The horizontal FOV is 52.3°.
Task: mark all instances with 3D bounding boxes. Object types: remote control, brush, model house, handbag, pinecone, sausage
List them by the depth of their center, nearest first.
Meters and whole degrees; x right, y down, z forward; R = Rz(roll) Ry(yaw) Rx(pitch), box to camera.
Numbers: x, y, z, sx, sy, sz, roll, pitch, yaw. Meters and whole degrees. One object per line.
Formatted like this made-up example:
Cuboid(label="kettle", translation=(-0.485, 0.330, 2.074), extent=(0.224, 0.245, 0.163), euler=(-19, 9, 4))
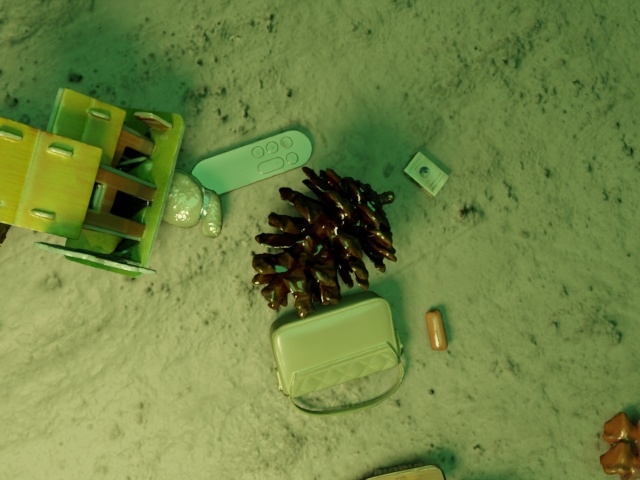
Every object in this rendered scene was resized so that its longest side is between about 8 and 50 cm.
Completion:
Cuboid(label="model house", translation=(-0.365, -0.106, 1.024), extent=(0.340, 0.324, 0.300), euler=(12, 86, 28))
Cuboid(label="pinecone", translation=(0.000, 0.000, 1.180), extent=(0.244, 0.244, 0.309), euler=(44, 95, -3))
Cuboid(label="brush", translation=(0.075, 0.479, 1.246), extent=(0.328, 0.065, 0.070), euler=(-12, 94, 0))
Cuboid(label="handbag", translation=(0.036, 0.227, 1.249), extent=(0.256, 0.079, 0.219), euler=(-15, 99, -9))
Cuboid(label="remote control", translation=(-0.133, -0.149, 1.271), extent=(0.245, 0.022, 0.077), euler=(-20, 88, -10))
Cuboid(label="sausage", translation=(0.231, 0.179, 1.298), extent=(0.034, 0.034, 0.083), euler=(-9, 86, -9))

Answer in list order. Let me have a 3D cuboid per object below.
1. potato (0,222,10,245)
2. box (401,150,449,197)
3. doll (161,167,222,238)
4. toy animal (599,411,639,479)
Cuboid(label="potato", translation=(-0.583, -0.073, 1.129), extent=(0.113, 0.149, 0.251), euler=(29, 90, 6))
Cuboid(label="box", translation=(0.212, -0.134, 1.324), extent=(0.083, 0.024, 0.054), euler=(39, 83, -5))
Cuboid(label="doll", translation=(-0.270, -0.080, 1.214), extent=(0.214, 0.071, 0.103), euler=(30, 102, 4))
Cuboid(label="toy animal", translation=(0.709, 0.460, 1.291), extent=(0.281, 0.169, 0.195), euler=(39, 46, -7))
